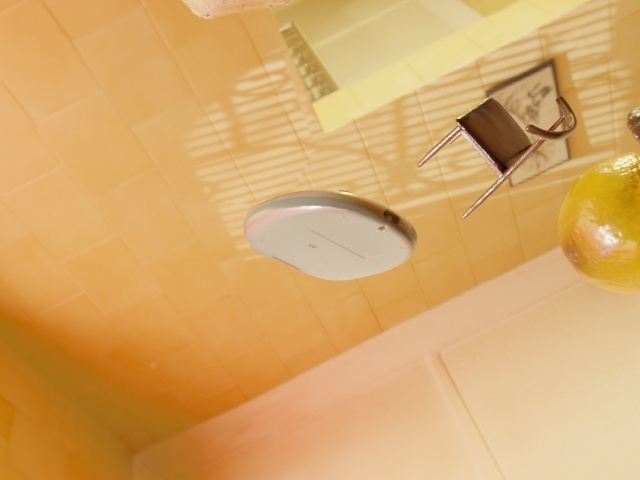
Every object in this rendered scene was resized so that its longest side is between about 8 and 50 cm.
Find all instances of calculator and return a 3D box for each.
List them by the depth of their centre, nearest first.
[{"bbox_3d":[0.000,0.000,0.815,0.295,0.184,0.042,-18,-130,57],"label":"calculator"}]

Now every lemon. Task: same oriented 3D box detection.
[{"bbox_3d":[0.560,-0.030,1.139,0.261,0.284,0.260,0,-131,0],"label":"lemon"}]

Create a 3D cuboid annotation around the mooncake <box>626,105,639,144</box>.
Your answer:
[{"bbox_3d":[0.880,-0.261,1.581,0.124,0.228,0.228,-42,-151,33],"label":"mooncake"}]

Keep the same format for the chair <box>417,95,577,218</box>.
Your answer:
[{"bbox_3d":[0.362,-0.206,1.303,0.188,0.166,0.272,-36,175,-43],"label":"chair"}]

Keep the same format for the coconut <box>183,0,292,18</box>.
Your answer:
[{"bbox_3d":[-0.124,-0.469,0.887,0.297,0.297,0.254,-26,-168,1],"label":"coconut"}]
